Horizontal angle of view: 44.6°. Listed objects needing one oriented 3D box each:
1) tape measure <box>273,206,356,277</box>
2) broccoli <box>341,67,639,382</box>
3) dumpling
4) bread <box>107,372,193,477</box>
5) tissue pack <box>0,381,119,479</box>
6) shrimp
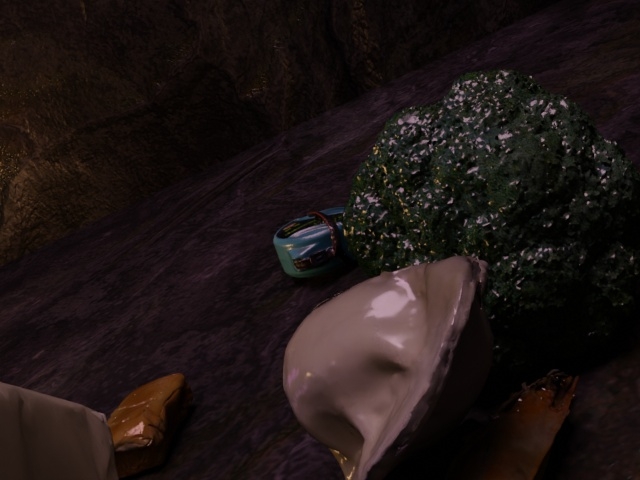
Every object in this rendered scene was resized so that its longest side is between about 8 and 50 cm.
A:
[{"bbox_3d":[0.000,0.000,1.088,0.125,0.081,0.146,-24,16,-10],"label":"tape measure"},{"bbox_3d":[0.145,-0.006,0.688,0.269,0.270,0.270,-26,-19,-6],"label":"broccoli"},{"bbox_3d":[0.041,0.108,0.537,0.247,0.142,0.173,111,176,-57],"label":"dumpling"},{"bbox_3d":[-0.180,0.187,0.805,0.074,0.053,0.132,-19,15,16],"label":"bread"},{"bbox_3d":[-0.286,0.190,0.386,0.297,0.207,0.380,-15,-17,-2],"label":"tissue pack"},{"bbox_3d":[0.101,0.162,0.534,0.236,0.053,0.133,-41,1,-35],"label":"shrimp"}]
